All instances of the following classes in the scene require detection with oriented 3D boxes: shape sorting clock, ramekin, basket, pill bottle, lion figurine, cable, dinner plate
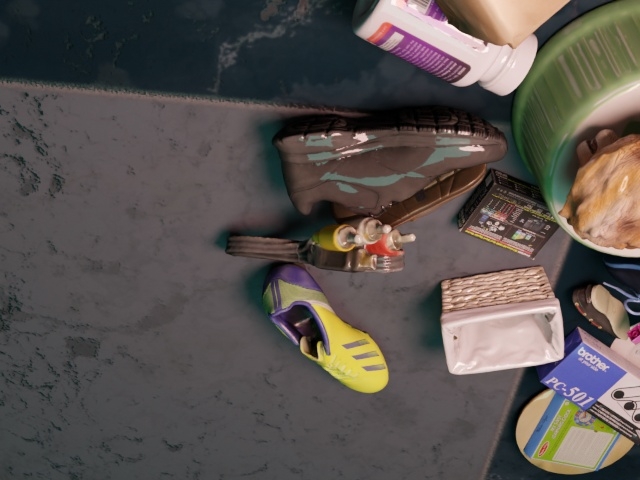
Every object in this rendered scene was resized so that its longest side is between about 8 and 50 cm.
[{"bbox_3d":[0.429,0.312,1.516,0.206,0.040,0.206,-2,123,-2],"label":"shape sorting clock"},{"bbox_3d":[0.392,-0.123,1.086,0.304,0.148,0.303,0,130,0],"label":"ramekin"},{"bbox_3d":[0.258,0.113,1.313,0.167,0.103,0.113,-10,129,7],"label":"basket"},{"bbox_3d":[0.142,-0.239,1.018,0.194,0.108,0.108,24,126,-18],"label":"pill bottle"},{"bbox_3d":[0.467,-0.067,0.949,0.392,0.142,0.240,8,137,-12],"label":"lion figurine"},{"bbox_3d":[0.000,0.000,1.199,0.140,0.072,0.287,4,-178,-43],"label":"cable"},{"bbox_3d":[0.525,0.175,1.420,0.141,0.017,0.141,1,129,1],"label":"dinner plate"}]

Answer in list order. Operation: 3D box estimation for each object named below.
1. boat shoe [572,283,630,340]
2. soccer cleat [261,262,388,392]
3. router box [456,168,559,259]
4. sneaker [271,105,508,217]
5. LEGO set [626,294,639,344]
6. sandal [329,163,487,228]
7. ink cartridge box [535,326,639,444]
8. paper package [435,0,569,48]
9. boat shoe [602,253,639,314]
[{"bbox_3d":[0.420,0.107,1.348,0.042,0.048,0.133,-8,143,44],"label":"boat shoe"},{"bbox_3d":[0.007,0.154,1.337,0.093,0.121,0.289,-26,125,20],"label":"soccer cleat"},{"bbox_3d":[0.261,-0.035,1.232,0.123,0.038,0.092,21,126,-15],"label":"router box"},{"bbox_3d":[0.088,-0.094,1.128,0.286,0.109,0.130,-2,112,13],"label":"sneaker"},{"bbox_3d":[0.543,0.068,1.290,0.093,0.087,0.227,34,116,-28],"label":"LEGO set"},{"bbox_3d":[0.117,-0.065,1.193,0.219,0.090,0.060,-24,159,18],"label":"sandal"},{"bbox_3d":[0.450,0.229,1.419,0.207,0.046,0.097,34,115,-13],"label":"ink cartridge box"},{"bbox_3d":[0.173,-0.396,0.801,0.309,0.168,0.325,-40,121,4],"label":"paper package"},{"bbox_3d":[0.434,0.059,1.169,0.109,0.258,0.089,-21,97,4],"label":"boat shoe"}]
